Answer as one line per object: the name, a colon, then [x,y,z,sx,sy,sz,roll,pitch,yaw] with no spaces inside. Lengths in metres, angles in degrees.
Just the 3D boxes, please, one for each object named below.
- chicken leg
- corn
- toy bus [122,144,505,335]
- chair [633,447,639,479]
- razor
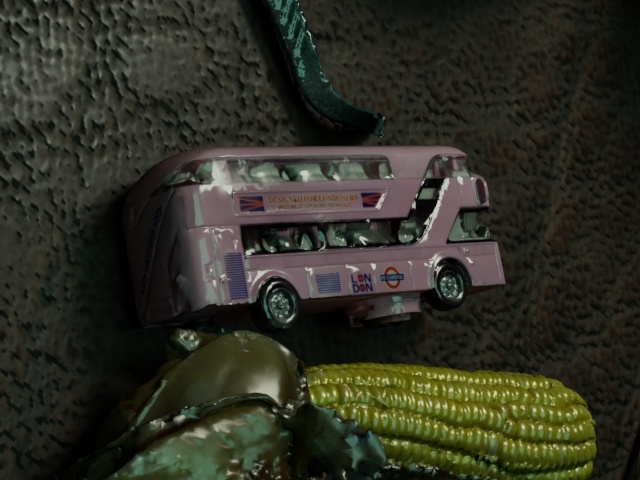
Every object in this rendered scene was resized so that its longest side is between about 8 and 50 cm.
chicken leg: [-0.057,0.128,0.804,0.125,0.080,0.196,33,69,-6]
corn: [0.054,0.095,0.931,0.203,0.072,0.072,9,72,-40]
toy bus: [0.000,0.000,0.910,0.203,0.063,0.090,-2,79,-43]
chair: [0.221,0.230,0.991,0.170,0.159,0.326,46,50,-22]
razor: [-0.022,-0.131,0.949,0.190,0.033,0.066,63,1,-7]
